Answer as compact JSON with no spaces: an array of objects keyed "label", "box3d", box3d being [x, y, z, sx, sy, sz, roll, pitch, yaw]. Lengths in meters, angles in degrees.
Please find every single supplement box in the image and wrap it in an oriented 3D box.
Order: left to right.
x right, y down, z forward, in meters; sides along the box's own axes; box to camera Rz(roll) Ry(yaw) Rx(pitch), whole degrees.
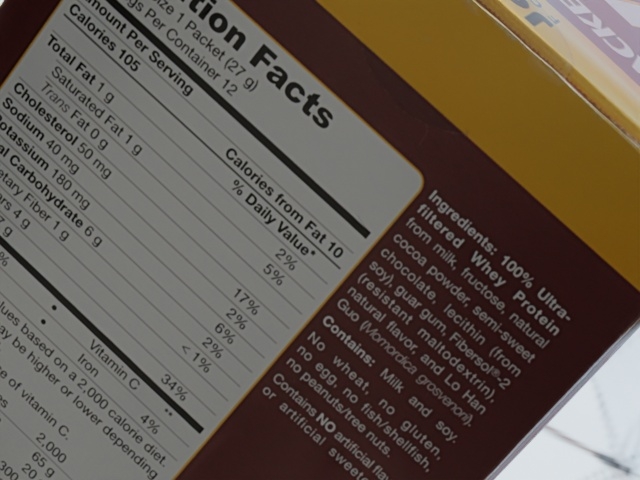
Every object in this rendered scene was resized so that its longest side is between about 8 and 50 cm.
[{"label":"supplement box","box3d":[0.000,0.000,0.445,0.129,0.191,0.194,43,-66,6]}]
